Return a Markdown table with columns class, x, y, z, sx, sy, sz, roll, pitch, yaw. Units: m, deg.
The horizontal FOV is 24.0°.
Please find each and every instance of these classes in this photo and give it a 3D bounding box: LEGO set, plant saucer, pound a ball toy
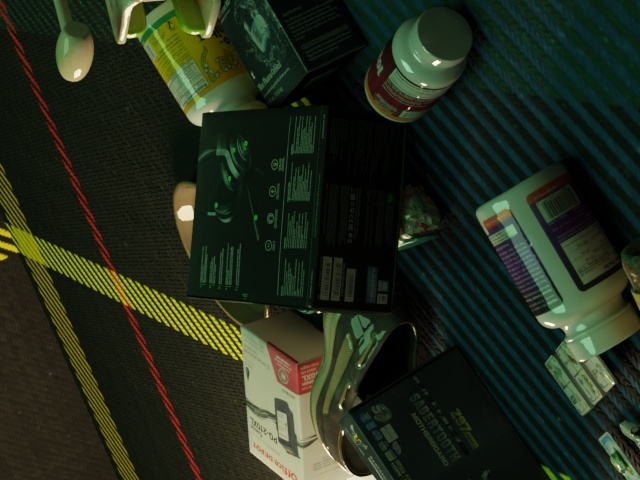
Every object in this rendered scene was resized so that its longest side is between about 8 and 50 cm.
| class | x | y | z | sx | sy | sz | roll | pitch | yaw |
| --- | --- | --- | --- | --- | --- | --- | --- | --- | --- |
| LEGO set | 0.355 | 0.206 | 1.691 | 0.244 | 0.060 | 0.182 | 56 | 168 | 15 |
| plant saucer | -0.153 | 0.019 | 2.478 | 0.278 | 0.041 | 0.278 | 44 | 152 | 31 |
| pound a ball toy | -0.251 | -0.371 | 1.902 | 0.136 | 0.208 | 0.319 | 115 | 144 | -57 |

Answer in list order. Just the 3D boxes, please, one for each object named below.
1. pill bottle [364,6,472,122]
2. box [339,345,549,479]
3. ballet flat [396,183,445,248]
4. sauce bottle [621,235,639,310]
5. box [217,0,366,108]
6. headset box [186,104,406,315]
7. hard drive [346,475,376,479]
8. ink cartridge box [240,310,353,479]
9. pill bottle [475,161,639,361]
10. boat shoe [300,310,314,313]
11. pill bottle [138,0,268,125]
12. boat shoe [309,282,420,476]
| class | x | y | z | sx | sy | sz | roll | pitch | yaw |
| --- | --- | --- | --- | --- | --- | --- | --- | --- | --- |
| pill bottle | 0.110 | -0.195 | 1.651 | 0.086 | 0.086 | 0.152 | 58 | 156 | 7 |
| box | 0.163 | 0.279 | 1.955 | 0.233 | 0.183 | 0.059 | 57 | 156 | 12 |
| ballet flat | 0.080 | -0.015 | 1.927 | 0.241 | 0.091 | 0.077 | -26 | 78 | 57 |
| sauce bottle | 0.399 | 0.146 | 1.428 | 0.344 | 0.111 | 0.111 | 63 | 157 | -9 |
| box | -0.042 | -0.265 | 1.869 | 0.158 | 0.093 | 0.156 | 60 | 157 | 4 |
| headset box | -0.041 | -0.037 | 1.885 | 0.283 | 0.131 | 0.246 | 1 | 86 | 50 |
| hard drive | 0.126 | 0.481 | 2.435 | 0.210 | 0.040 | 0.319 | 33 | 144 | 48 |
| ink cartridge box | -0.037 | 0.255 | 2.378 | 0.172 | 0.100 | 0.237 | 29 | 129 | 51 |
| pill bottle | 0.255 | 0.025 | 1.579 | 0.193 | 0.108 | 0.108 | 60 | 157 | 2 |
| boat shoe | -0.075 | -0.013 | 2.205 | 0.108 | 0.102 | 0.301 | 27 | 140 | 52 |
| pill bottle | -0.156 | -0.234 | 2.101 | 0.208 | 0.117 | 0.117 | 58 | 156 | 7 |
| boat shoe | 0.068 | 0.210 | 2.086 | 0.130 | 0.132 | 0.355 | 50 | 151 | 45 |
